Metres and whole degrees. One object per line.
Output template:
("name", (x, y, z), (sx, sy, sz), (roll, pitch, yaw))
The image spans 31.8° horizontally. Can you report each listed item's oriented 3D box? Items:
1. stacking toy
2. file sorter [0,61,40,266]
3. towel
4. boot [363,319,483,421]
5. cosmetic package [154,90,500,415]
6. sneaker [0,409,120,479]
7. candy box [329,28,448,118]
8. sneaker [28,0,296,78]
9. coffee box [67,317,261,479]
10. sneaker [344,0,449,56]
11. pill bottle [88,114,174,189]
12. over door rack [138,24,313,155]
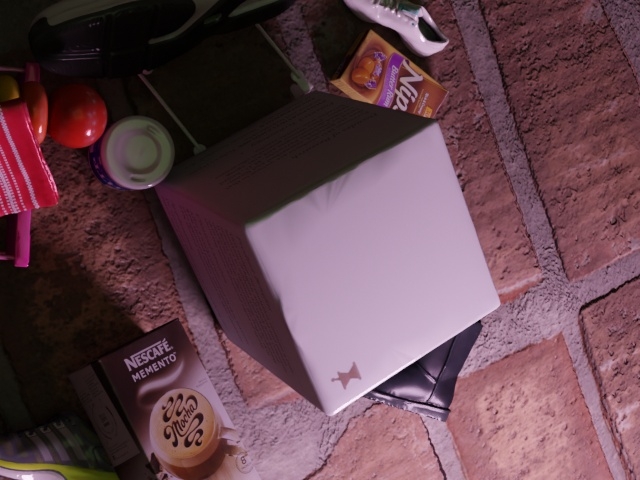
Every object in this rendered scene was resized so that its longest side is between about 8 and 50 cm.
("stacking toy", (-0.452, -0.177, 1.512), (0.330, 0.141, 0.141), (0, 91, -20))
("file sorter", (-0.524, -0.114, 1.657), (0.182, 0.202, 0.291), (3, 90, -19))
("towel", (-0.499, -0.082, 1.483), (0.274, 0.031, 0.199), (-16, 140, -11))
("boot", (0.159, 0.193, 1.978), (0.246, 0.094, 0.207), (20, 88, -27))
("cosmetic package", (0.000, 0.000, 1.727), (0.327, 0.393, 0.330), (-30, 115, -18))
("sneaker", (-0.436, 0.322, 1.764), (0.299, 0.111, 0.121), (17, 75, -26))
("candy box", (0.123, -0.272, 1.979), (0.186, 0.053, 0.109), (35, 79, -19))
("sneaker", (-0.266, -0.418, 1.710), (0.447, 0.169, 0.258), (-23, 71, -25))
("coffee box", (-0.245, 0.296, 1.764), (0.168, 0.119, 0.297), (-27, 90, -40))
("sneaker", (0.137, -0.402, 1.958), (0.212, 0.094, 0.080), (30, 82, -18))
("pill bottle", (-0.301, -0.133, 1.748), (0.111, 0.186, 0.112), (0, 91, -20))
("over door rack", (-0.181, -0.304, 1.833), (0.239, 0.108, 0.324), (-40, 104, -15))
